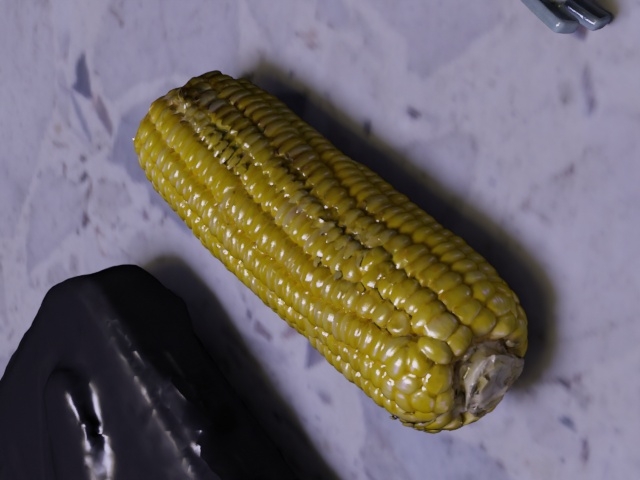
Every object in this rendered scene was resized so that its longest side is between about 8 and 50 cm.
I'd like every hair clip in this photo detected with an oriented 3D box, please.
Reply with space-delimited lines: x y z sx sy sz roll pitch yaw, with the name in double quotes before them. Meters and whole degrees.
"hair clip" 0.062 -0.119 0.631 0.115 0.030 0.039 57 138 17

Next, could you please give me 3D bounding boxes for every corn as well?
"corn" 0.000 0.000 0.725 0.203 0.072 0.072 40 132 35

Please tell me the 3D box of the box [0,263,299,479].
"box" -0.076 0.232 0.893 0.350 0.091 0.359 53 136 22
